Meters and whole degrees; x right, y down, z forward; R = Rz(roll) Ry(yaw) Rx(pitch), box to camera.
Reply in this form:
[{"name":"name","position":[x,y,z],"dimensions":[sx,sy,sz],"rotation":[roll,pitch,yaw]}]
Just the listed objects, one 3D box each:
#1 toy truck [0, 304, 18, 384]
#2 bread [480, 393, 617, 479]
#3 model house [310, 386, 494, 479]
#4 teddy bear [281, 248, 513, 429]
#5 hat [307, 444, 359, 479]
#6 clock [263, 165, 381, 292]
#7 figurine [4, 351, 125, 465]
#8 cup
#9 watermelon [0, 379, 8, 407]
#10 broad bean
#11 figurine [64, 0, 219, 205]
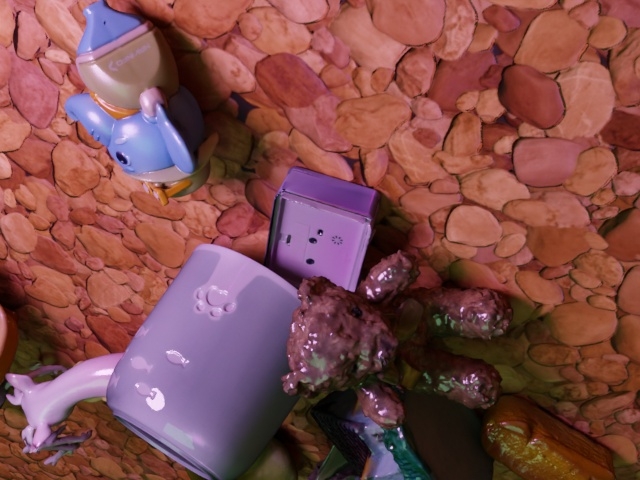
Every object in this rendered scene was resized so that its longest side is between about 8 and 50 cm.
[{"name":"toy truck","position":[-0.678,0.181,1.510],"dimensions":[0.287,0.204,0.212],"rotation":[14,161,4]},{"name":"bread","position":[0.374,0.345,1.374],"dimensions":[0.245,0.094,0.102],"rotation":[31,129,-9]},{"name":"model house","position":[0.110,0.349,1.365],"dimensions":[0.248,0.230,0.281],"rotation":[-26,112,29]},{"name":"teddy bear","position":[0.113,0.137,1.146],"dimensions":[0.296,0.222,0.247],"rotation":[8,92,9]},{"name":"hat","position":[0.099,0.396,1.545],"dimensions":[0.214,0.149,0.245],"rotation":[23,98,-15]},{"name":"clock","position":[0.001,0.001,1.205],"dimensions":[0.144,0.073,0.193],"rotation":[18,135,4]},{"name":"figurine","position":[-0.440,0.307,1.557],"dimensions":[0.315,0.207,0.284],"rotation":[-6,168,0]},{"name":"cup","position":[-0.188,0.186,1.281],"dimensions":[0.356,0.275,0.259],"rotation":[5,145,49]},{"name":"watermelon","position":[-0.704,0.321,1.766],"dimensions":[0.180,0.081,0.094],"rotation":[29,172,46]},{"name":"broad bean","position":[-0.158,0.439,1.645],"dimensions":[0.237,0.119,0.291],"rotation":[16,136,7]},{"name":"figurine","position":[-0.236,-0.175,1.101],"dimensions":[0.180,0.154,0.262],"rotation":[-19,106,44]}]
